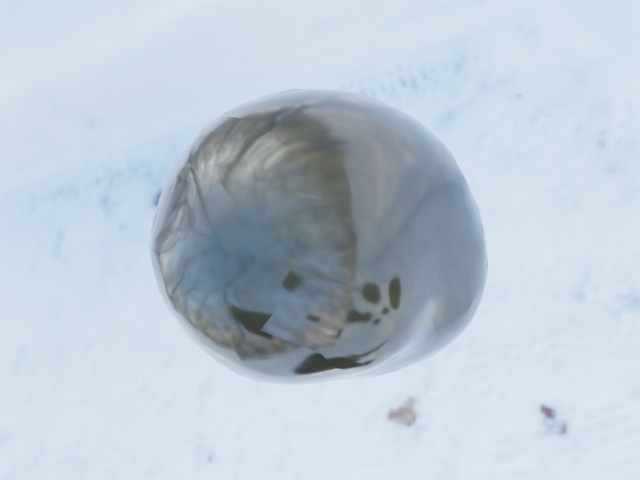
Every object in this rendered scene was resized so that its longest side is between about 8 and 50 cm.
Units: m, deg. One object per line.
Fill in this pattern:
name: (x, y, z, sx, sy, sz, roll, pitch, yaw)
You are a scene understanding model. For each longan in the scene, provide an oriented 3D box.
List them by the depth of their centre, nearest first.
longan: (0.000, 0.000, 1.483, 0.404, 0.405, 0.336, 46, 118, 47)
